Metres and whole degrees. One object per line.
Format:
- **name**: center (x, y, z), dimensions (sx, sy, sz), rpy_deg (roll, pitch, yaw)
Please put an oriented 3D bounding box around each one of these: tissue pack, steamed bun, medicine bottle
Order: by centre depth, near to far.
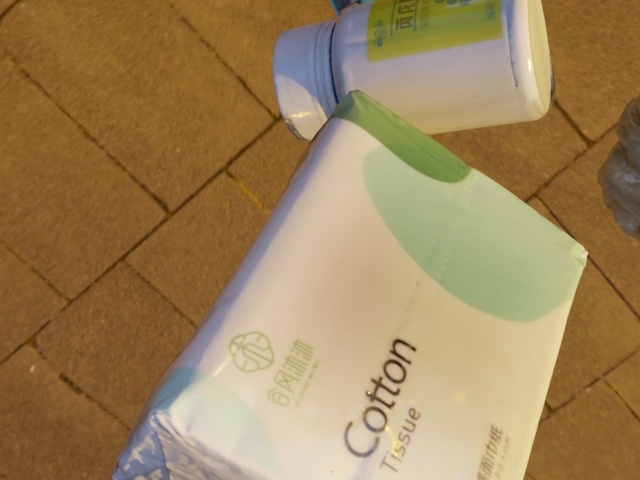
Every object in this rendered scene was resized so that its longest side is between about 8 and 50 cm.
- **tissue pack**: center (0.041, 0.090, 0.673), dimensions (0.266, 0.356, 0.194), rpy_deg (33, 142, -5)
- **medicine bottle**: center (0.092, -0.174, 0.835), dimensions (0.258, 0.143, 0.143), rpy_deg (-6, 113, 24)
- **steamed bun**: center (0.659, -0.154, 1.462), dimensions (0.372, 0.325, 0.230), rpy_deg (-41, 137, -4)

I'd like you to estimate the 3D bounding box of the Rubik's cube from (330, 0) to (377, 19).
- **Rubik's cube**: center (0.156, -0.437, 1.684), dimensions (0.265, 0.224, 0.213), rpy_deg (-28, 77, 5)
